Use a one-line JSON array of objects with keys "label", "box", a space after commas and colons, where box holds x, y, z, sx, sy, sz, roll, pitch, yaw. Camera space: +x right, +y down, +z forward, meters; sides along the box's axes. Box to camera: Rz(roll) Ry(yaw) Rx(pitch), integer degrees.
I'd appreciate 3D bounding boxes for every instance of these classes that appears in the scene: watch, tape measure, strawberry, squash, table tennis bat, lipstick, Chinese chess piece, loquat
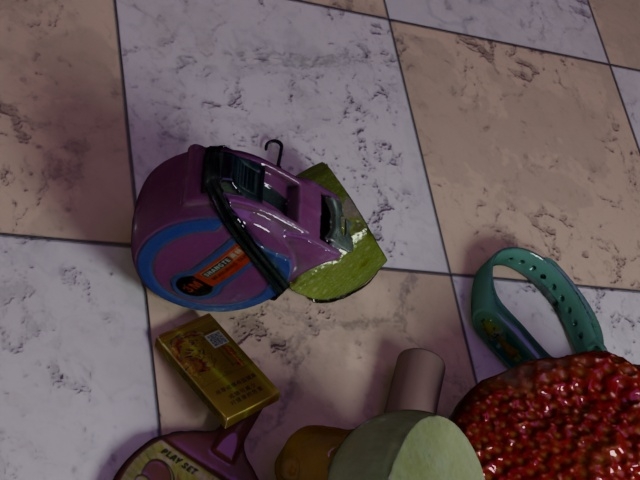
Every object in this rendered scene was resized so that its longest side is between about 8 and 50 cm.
[{"label": "watch", "box": [0.331, 0.121, 1.814, 0.237, 0.068, 0.195, 48, 46, 9]}, {"label": "tape measure", "box": [-0.117, -0.011, 1.523, 0.245, 0.231, 0.149, 30, 45, -33]}, {"label": "strawberry", "box": [0.335, 0.298, 1.577, 0.351, 0.267, 0.312, 22, 80, 3]}, {"label": "squash", "box": [0.015, -0.009, 1.671, 0.184, 0.085, 0.192, -39, 97, -39]}, {"label": "table tennis bat", "box": [-0.144, 0.303, 1.431, 0.200, 0.038, 0.310, 34, 53, -8]}, {"label": "lipstick", "box": [0.112, 0.265, 1.581, 0.070, 0.070, 0.254, 28, 50, -13]}, {"label": "Chinese chess piece", "box": [0.105, 0.324, 1.395, 0.250, 0.101, 0.250, 20, 65, -51]}, {"label": "loquat", "box": [0.014, 0.282, 1.478, 0.137, 0.137, 0.113, -7, 72, -34]}]

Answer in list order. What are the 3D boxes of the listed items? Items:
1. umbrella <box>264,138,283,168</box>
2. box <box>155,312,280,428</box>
[{"label": "umbrella", "box": [-0.067, -0.040, 1.695, 0.044, 0.044, 0.269, 1, 57, 2]}, {"label": "box", "box": [-0.131, 0.162, 1.501, 0.089, 0.022, 0.156, -24, 55, -37]}]
